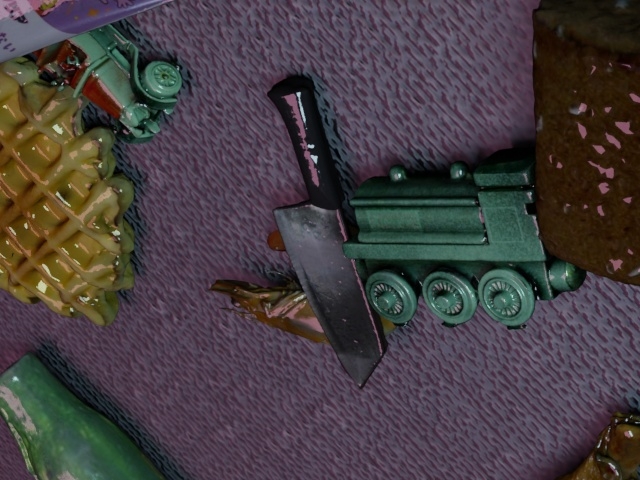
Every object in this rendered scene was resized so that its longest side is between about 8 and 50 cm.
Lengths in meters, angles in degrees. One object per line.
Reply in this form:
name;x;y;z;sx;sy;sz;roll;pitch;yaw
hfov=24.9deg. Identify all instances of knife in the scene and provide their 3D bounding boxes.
knife;0.000;0.000;1.001;0.060;0.028;0.230;-9;109;28

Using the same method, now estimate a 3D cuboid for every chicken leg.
chicken leg;0.188;0.201;0.993;0.101;0.085;0.207;60;143;39

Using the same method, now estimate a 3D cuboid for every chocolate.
chocolate;-0.191;0.228;1.313;0.291;0.110;0.110;51;138;-1

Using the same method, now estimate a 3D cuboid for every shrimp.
shrimp;-0.014;0.028;1.046;0.162;0.045;0.095;8;126;27

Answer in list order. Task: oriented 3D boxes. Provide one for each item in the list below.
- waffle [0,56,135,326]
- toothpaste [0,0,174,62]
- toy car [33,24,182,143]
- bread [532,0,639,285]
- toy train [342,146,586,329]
waffle;-0.252;-0.049;1.175;0.250;0.056;0.261;18;129;28
toothpaste;-0.204;-0.170;0.973;0.299;0.073;0.114;-21;103;20
toy car;-0.166;-0.132;1.039;0.143;0.054;0.073;45;139;2
bread;0.302;-0.018;0.708;0.416;0.113;0.165;19;131;29
toy train;0.089;-0.004;0.928;0.170;0.071;0.111;0;112;40
